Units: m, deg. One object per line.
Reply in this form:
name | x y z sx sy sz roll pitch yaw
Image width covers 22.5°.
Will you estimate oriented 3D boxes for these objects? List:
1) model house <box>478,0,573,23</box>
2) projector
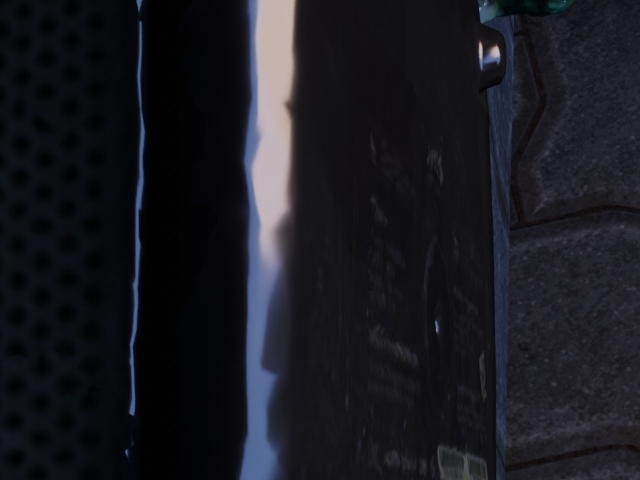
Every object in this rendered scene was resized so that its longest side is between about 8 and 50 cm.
model house | 0.080 -0.305 1.444 0.241 0.226 0.261 -26 113 -44
projector | -0.066 0.034 0.561 0.395 0.242 0.405 39 49 -74
